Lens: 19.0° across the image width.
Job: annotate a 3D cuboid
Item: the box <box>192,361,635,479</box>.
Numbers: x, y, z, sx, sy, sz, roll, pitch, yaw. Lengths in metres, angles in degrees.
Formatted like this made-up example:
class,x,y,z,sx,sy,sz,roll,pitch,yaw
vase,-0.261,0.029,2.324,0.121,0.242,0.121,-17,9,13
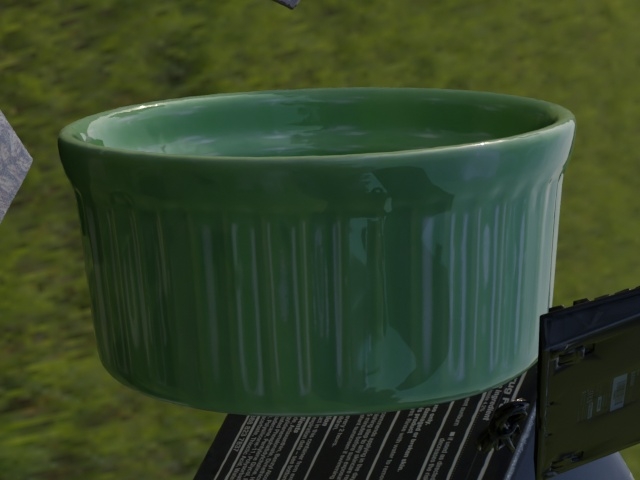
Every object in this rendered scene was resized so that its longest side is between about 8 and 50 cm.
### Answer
class,x,y,z,sx,sy,sz,roll,pitch,yaw
box,0.047,0.253,1.446,0.182,0.294,0.296,56,45,-32

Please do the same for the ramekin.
class,x,y,z,sx,sy,sz,roll,pitch,yaw
ramekin,0.000,0.000,1.140,0.303,0.303,0.148,-35,125,-70

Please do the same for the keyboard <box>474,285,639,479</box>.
class,x,y,z,sx,sy,sz,roll,pitch,yaw
keyboard,0.124,0.071,0.919,0.180,0.108,0.023,79,-11,-62

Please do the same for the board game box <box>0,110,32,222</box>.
class,x,y,z,sx,sy,sz,roll,pitch,yaw
board game box,-0.384,-0.066,1.259,0.232,0.291,0.141,61,29,-31

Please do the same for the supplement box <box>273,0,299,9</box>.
class,x,y,z,sx,sy,sz,roll,pitch,yaw
supplement box,-0.073,-0.252,1.463,0.104,0.081,0.188,40,11,23
